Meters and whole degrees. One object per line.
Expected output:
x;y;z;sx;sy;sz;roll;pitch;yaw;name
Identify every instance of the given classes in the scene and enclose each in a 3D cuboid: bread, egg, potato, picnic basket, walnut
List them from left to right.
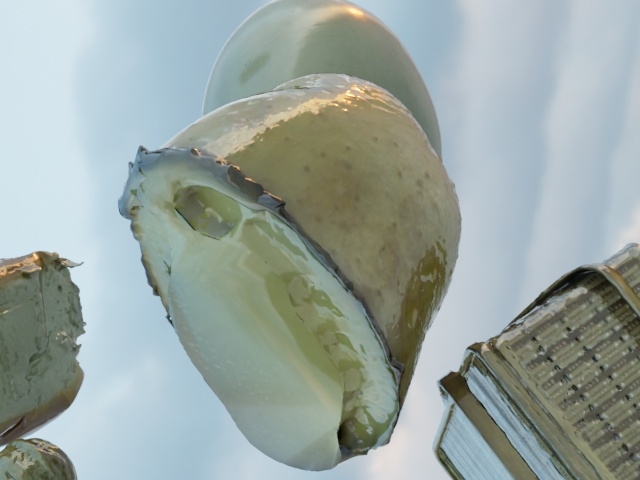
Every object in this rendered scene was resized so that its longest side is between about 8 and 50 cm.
-0.430;0.140;1.679;0.279;0.250;0.224;-17;-81;-48;bread
-0.296;0.244;1.497;0.092;0.092;0.092;9;-90;-70;walnut
0.000;0.000;1.067;0.285;0.243;0.242;57;-143;-18;potato
0.001;-0.091;1.320;0.219;0.219;0.269;-23;-69;-67;egg
0.220;0.172;1.159;0.175;0.228;0.313;-33;-18;-14;picnic basket
